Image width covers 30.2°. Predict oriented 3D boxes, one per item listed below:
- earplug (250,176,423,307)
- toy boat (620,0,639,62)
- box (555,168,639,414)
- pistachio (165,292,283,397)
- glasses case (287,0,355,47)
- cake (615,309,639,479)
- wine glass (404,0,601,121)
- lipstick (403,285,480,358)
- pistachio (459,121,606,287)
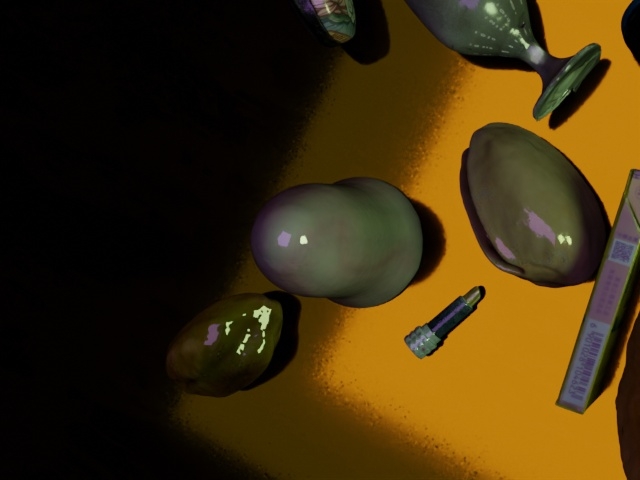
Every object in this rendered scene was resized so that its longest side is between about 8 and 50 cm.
[{"bbox_3d":[0.000,0.000,1.408,0.172,0.301,0.172,0,89,20],"label":"earplug"},{"bbox_3d":[0.488,-0.298,1.350,0.299,0.134,0.092,-18,49,19],"label":"toy boat"},{"bbox_3d":[0.337,0.057,1.365,0.041,0.153,0.279,19,96,19],"label":"box"},{"bbox_3d":[-0.130,0.140,1.558,0.189,0.110,0.100,-32,48,17],"label":"pistachio"},{"bbox_3d":[-0.037,-0.397,1.502,0.082,0.122,0.321,-24,83,18],"label":"glasses case"},{"bbox_3d":[0.519,0.181,1.250,0.321,0.332,0.332,7,92,-11],"label":"cake"},{"bbox_3d":[0.212,-0.263,1.429,0.241,0.126,0.126,42,103,15],"label":"wine glass"},{"bbox_3d":[0.160,0.100,1.495,0.116,0.037,0.037,-41,77,9],"label":"lipstick"},{"bbox_3d":[0.248,-0.037,1.418,0.152,0.126,0.223,-31,72,-17],"label":"pistachio"}]
